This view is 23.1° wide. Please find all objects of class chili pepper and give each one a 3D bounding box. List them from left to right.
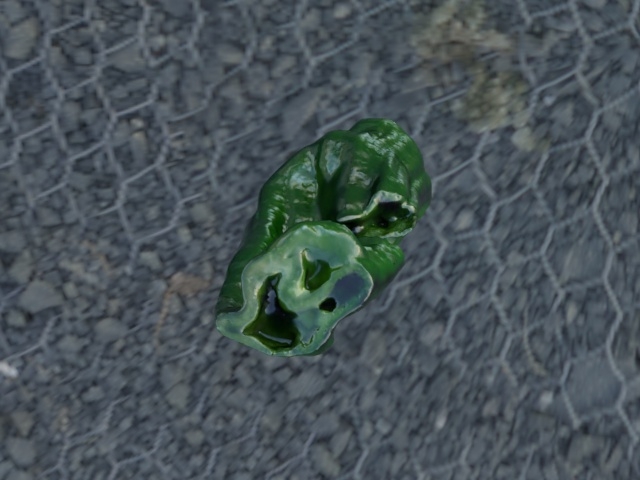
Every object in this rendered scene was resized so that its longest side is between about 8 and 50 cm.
[{"bbox_3d":[0.001,-0.001,0.843,0.099,0.253,0.083,-34,98,19],"label":"chili pepper"}]
